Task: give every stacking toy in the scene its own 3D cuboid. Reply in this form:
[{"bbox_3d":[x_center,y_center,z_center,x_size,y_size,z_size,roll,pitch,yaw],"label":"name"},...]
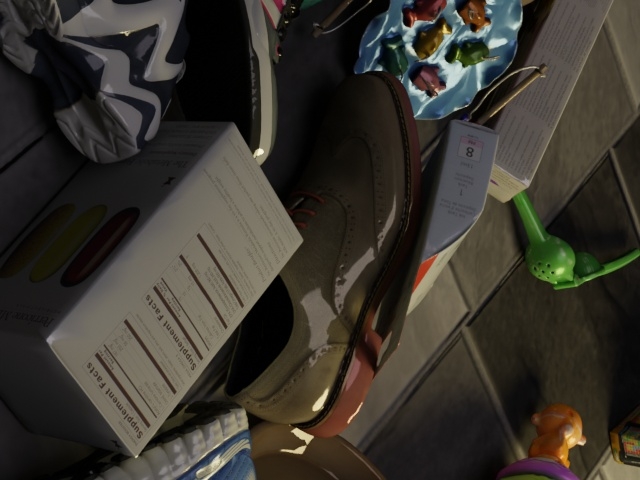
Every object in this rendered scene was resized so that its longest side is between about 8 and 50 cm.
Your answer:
[{"bbox_3d":[0.234,0.298,1.664,0.175,0.165,0.301,24,49,-4],"label":"stacking toy"}]

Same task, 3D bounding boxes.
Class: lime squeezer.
[{"bbox_3d":[0.279,0.008,1.754,0.310,0.059,0.110,29,42,-43],"label":"lime squeezer"}]

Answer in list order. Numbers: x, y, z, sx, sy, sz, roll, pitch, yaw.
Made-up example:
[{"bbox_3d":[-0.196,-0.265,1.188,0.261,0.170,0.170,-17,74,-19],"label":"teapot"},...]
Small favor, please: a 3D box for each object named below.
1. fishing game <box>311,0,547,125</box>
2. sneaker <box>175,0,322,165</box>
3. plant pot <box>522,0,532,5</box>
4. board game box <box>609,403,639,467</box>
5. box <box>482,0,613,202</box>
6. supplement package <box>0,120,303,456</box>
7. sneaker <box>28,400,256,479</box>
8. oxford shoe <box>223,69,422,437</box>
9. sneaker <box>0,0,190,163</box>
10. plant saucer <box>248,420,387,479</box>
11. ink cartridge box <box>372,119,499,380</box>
[{"bbox_3d":[0.123,-0.189,1.499,0.189,0.041,0.264,-41,136,9],"label":"fishing game"},{"bbox_3d":[-0.038,-0.205,1.327,0.178,0.124,0.295,-4,85,-41],"label":"sneaker"},{"bbox_3d":[0.238,-0.389,1.504,0.323,0.280,0.323,-5,96,-45],"label":"plant pot"},{"bbox_3d":[0.462,0.226,1.888,0.170,0.141,0.048,-33,116,-41],"label":"board game box"},{"bbox_3d":[0.247,-0.194,1.670,0.067,0.063,0.324,30,67,-10],"label":"box"},{"bbox_3d":[-0.152,0.032,1.221,0.244,0.139,0.134,-53,129,-31],"label":"supplement package"},{"bbox_3d":[-0.175,0.249,1.184,0.330,0.130,0.147,-24,99,-29],"label":"sneaker"},{"bbox_3d":[0.000,0.000,1.398,0.130,0.123,0.348,18,77,-38],"label":"oxford shoe"},{"bbox_3d":[-0.181,-0.195,1.214,0.235,0.094,0.153,54,44,-21],"label":"sneaker"},{"bbox_3d":[0.006,0.290,1.389,0.278,0.041,0.277,37,32,-28],"label":"plant saucer"},{"bbox_3d":[0.101,0.028,1.446,0.066,0.189,0.232,13,65,-6],"label":"ink cartridge box"}]
